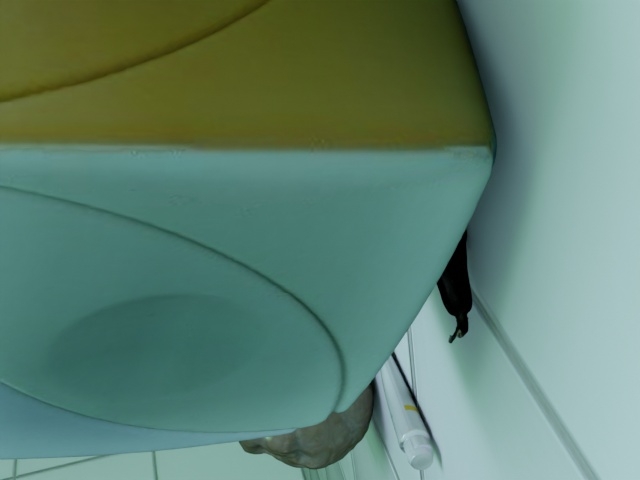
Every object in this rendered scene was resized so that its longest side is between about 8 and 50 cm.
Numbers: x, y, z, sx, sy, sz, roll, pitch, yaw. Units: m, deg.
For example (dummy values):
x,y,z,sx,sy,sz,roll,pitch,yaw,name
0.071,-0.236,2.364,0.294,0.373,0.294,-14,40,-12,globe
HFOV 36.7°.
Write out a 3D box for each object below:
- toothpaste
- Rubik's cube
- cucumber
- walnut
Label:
x,y,z,sx,sy,sz,roll,pitch,yaw,name
0.080,0.162,0.981,0.190,0.031,0.048,-108,6,-61,toothpaste
-0.129,-0.079,0.631,0.352,0.347,0.352,118,144,-52,Rubik's cube
0.080,-0.010,0.655,0.039,0.043,0.163,-33,64,35,cucumber
-0.031,0.197,1.264,0.224,0.224,0.224,168,90,-83,walnut
